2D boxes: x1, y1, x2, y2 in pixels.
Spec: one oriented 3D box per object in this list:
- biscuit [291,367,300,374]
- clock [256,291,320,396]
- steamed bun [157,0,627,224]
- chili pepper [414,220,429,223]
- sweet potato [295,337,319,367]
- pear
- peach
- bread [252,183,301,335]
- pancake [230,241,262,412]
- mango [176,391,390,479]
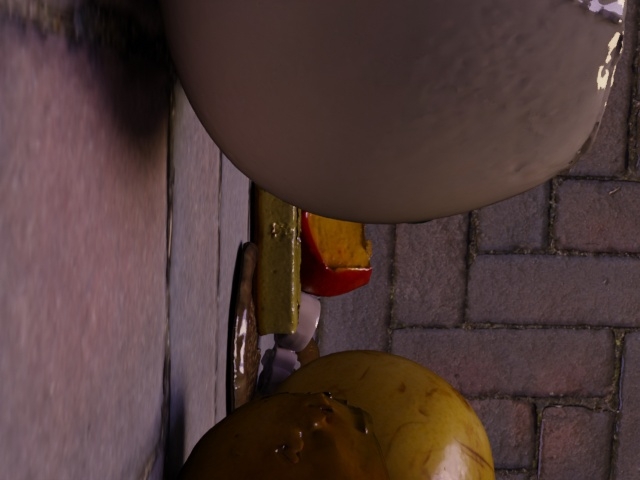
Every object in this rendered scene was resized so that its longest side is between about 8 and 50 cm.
[{"bbox_3d":[-0.049,0.262,1.357,0.121,0.041,0.199,78,15,-70],"label":"biscuit"},{"bbox_3d":[-0.041,0.121,1.179,0.087,0.041,0.129,-1,-113,69],"label":"clock"},{"bbox_3d":[0.022,-0.164,0.510,0.324,0.206,0.324,0,90,-90],"label":"steamed bun"},{"bbox_3d":[0.064,-0.155,1.324,0.257,0.233,0.248,-142,-126,-64],"label":"chili pepper"},{"bbox_3d":[-0.032,0.169,1.621,0.249,0.059,0.069,-93,-156,-72],"label":"sweet potato"},{"bbox_3d":[0.046,0.247,1.060,0.281,0.281,0.280,2,90,-88],"label":"pear"},{"bbox_3d":[-0.004,0.006,1.211,0.118,0.151,0.151,-56,165,-21],"label":"peach"},{"bbox_3d":[-0.044,-0.020,1.080,0.088,0.049,0.226,-81,173,-73],"label":"bread"},{"bbox_3d":[-0.067,0.106,0.972,0.190,0.020,0.184,89,3,-60],"label":"pancake"},{"bbox_3d":[-0.017,0.205,0.608,0.156,0.151,0.248,42,44,-41],"label":"mango"}]
